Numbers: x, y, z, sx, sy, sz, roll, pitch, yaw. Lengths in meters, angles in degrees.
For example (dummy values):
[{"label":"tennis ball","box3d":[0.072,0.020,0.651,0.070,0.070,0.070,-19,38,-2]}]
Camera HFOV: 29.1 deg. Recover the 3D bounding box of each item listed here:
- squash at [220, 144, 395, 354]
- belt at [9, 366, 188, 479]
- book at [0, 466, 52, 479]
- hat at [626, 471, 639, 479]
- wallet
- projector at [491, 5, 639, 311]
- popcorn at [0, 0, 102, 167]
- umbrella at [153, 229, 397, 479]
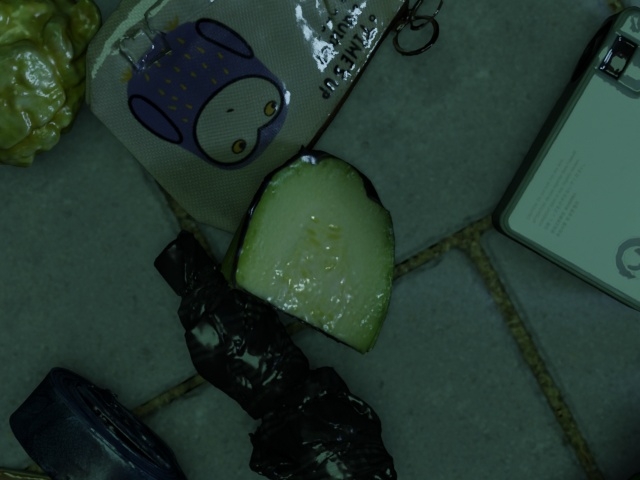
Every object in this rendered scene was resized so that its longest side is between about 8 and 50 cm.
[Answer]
[{"label":"squash","box3d":[-0.016,0.007,1.252,0.192,0.085,0.184,31,62,-29]},{"label":"belt","box3d":[-0.212,0.210,1.223,0.190,0.141,0.082,42,94,3]},{"label":"book","box3d":[-0.335,0.385,1.290,0.208,0.020,0.295,10,92,-1]},{"label":"hat","box3d":[0.368,0.278,1.189,0.332,0.242,0.274,-24,123,19]},{"label":"wallet","box3d":[-0.066,-0.181,1.206,0.275,0.068,0.335,35,95,-28]},{"label":"projector","box3d":[0.311,-0.080,1.238,0.192,0.099,0.256,30,93,-3]},{"label":"popcorn","box3d":[-0.309,-0.170,1.196,0.185,0.187,0.167,38,57,7]},{"label":"umbrella","box3d":[-0.055,0.138,1.215,0.128,0.154,0.336,-38,93,-13]}]
